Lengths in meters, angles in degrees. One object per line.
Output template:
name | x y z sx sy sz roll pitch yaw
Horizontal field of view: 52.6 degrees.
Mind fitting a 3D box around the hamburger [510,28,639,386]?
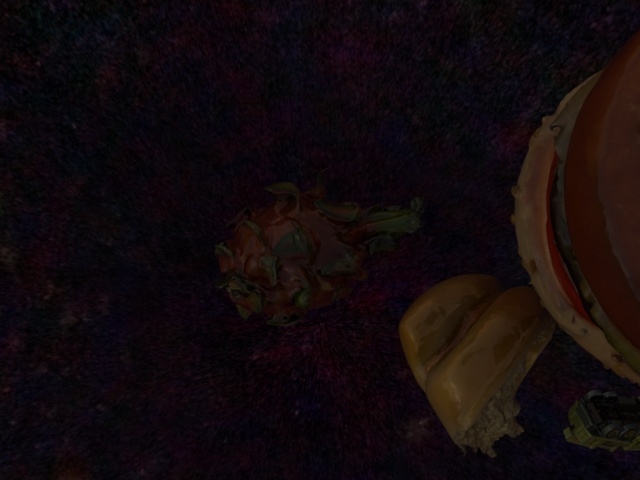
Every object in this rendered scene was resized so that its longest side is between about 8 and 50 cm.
hamburger | 0.328 -0.023 0.508 0.329 0.250 0.330 0 86 1

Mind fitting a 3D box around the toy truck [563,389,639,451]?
toy truck | 0.473 0.299 1.046 0.168 0.100 0.077 9 41 -24

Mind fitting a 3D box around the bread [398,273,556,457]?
bread | 0.294 0.229 1.244 0.245 0.424 0.329 17 89 25

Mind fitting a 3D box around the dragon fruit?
dragon fruit | -0.002 -0.003 0.684 0.235 0.135 0.137 -33 86 1
